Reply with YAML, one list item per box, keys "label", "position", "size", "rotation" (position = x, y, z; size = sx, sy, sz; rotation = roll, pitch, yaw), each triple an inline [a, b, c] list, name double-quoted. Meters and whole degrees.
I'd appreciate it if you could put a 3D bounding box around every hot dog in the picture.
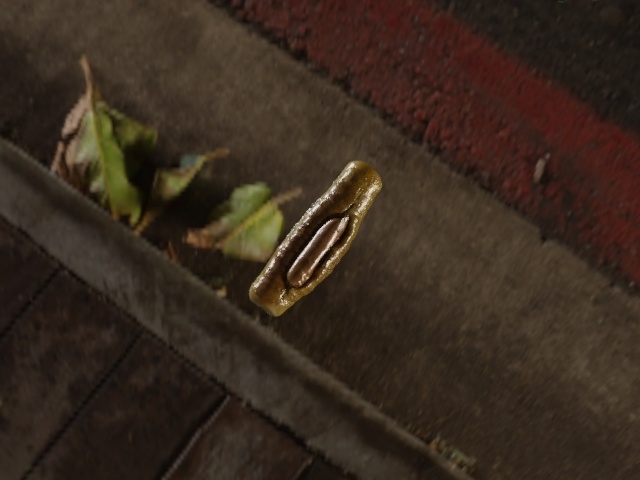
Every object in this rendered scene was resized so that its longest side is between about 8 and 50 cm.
- label: "hot dog"
  position: [0.000, 0.000, 1.053]
  size: [0.044, 0.028, 0.137]
  rotation: [41, 87, -12]

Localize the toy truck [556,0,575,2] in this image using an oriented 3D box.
- label: "toy truck"
  position: [0.167, -0.239, 1.173]
  size: [0.154, 0.080, 0.078]
  rotation: [8, 105, 33]
